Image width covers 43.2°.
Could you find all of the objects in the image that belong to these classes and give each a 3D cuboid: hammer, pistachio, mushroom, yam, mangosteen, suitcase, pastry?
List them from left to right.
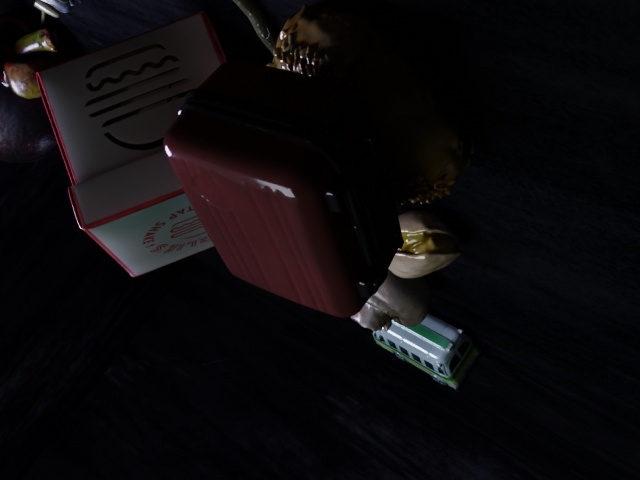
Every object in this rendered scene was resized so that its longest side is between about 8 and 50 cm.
[{"bbox_3d":[-0.794,-0.396,2.096,0.382,0.382,0.435,40,155,-13],"label":"mangosteen"},{"bbox_3d":[-0.660,-0.545,1.958,0.060,0.028,0.195,34,172,-18],"label":"hammer"},{"bbox_3d":[-0.087,-0.313,1.187,0.027,0.029,0.234,-19,139,21],"label":"yam"},{"bbox_3d":[-0.036,-0.057,0.974,0.236,0.161,0.297,20,152,28],"label":"suitcase"},{"bbox_3d":[0.050,-0.160,1.072,0.311,0.162,0.255,42,165,-26],"label":"pastry"},{"bbox_3d":[0.134,0.114,1.803,0.226,0.178,0.226,39,175,4],"label":"mushroom"},{"bbox_3d":[0.179,0.004,1.445,0.145,0.117,0.200,1,168,-16],"label":"pistachio"}]

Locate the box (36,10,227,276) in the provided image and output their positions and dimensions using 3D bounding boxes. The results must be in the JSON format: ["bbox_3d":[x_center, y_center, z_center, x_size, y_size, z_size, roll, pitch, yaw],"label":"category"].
[{"bbox_3d":[-0.265,-0.155,1.402,0.312,0.314,0.300,84,165,-74],"label":"box"}]

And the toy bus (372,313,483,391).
[{"bbox_3d":[0.258,0.249,2.068,0.276,0.134,0.165,26,165,36],"label":"toy bus"}]

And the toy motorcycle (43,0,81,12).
[{"bbox_3d":[-0.551,-0.536,1.517,0.157,0.091,0.263,15,153,49],"label":"toy motorcycle"}]
